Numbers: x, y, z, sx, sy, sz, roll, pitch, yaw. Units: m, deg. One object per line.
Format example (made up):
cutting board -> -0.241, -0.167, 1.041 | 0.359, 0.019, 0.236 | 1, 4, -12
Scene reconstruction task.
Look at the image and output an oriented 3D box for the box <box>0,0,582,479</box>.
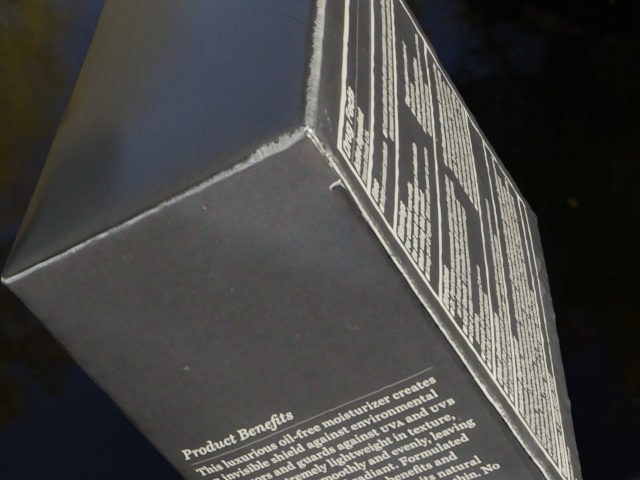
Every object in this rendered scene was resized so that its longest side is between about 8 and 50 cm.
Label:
box -> 0.000, 0.000, 0.732 | 0.182, 0.294, 0.296 | -24, 32, 18
